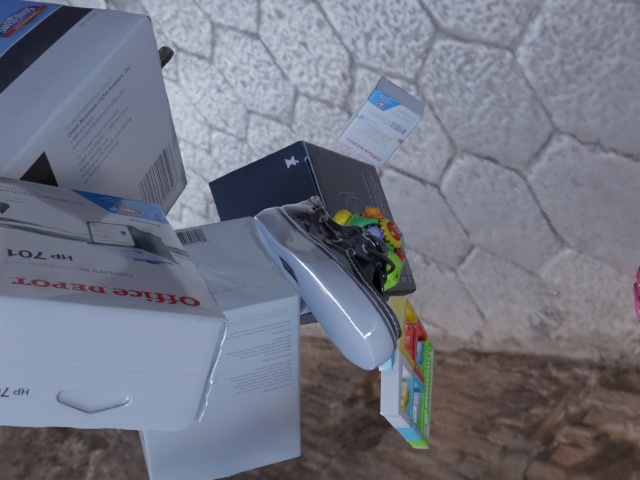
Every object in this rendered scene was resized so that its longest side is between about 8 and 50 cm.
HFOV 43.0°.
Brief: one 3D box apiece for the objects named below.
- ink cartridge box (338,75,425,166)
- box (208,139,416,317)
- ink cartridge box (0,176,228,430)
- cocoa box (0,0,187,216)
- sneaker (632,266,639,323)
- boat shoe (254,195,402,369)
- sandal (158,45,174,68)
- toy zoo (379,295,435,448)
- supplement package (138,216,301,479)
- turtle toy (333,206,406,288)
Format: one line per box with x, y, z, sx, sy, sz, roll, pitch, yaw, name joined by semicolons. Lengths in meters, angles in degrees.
0.099;-0.193;1.334;0.088;0.052;0.122;31;128;-10;ink cartridge box
0.000;0.000;1.596;0.395;0.212;0.293;7;-116;-68;box
-0.158;0.034;0.532;0.139;0.082;0.190;9;-162;-29;ink cartridge box
-0.319;-0.051;0.790;0.228;0.347;0.231;11;136;15;cocoa box
0.391;0.024;0.613;0.112;0.299;0.121;66;-170;-49;sneaker
0.017;0.019;0.635;0.228;0.076;0.080;41;156;63;boat shoe
-0.312;-0.290;1.393;0.060;0.219;0.090;43;124;-18;sandal
0.143;0.216;1.335;0.030;0.192;0.293;-2;153;19;toy zoo
-0.148;0.142;1.041;0.198;0.199;0.263;-125;29;-52;supplement package
0.065;0.012;0.964;0.066;0.130;0.095;-32;121;25;turtle toy
